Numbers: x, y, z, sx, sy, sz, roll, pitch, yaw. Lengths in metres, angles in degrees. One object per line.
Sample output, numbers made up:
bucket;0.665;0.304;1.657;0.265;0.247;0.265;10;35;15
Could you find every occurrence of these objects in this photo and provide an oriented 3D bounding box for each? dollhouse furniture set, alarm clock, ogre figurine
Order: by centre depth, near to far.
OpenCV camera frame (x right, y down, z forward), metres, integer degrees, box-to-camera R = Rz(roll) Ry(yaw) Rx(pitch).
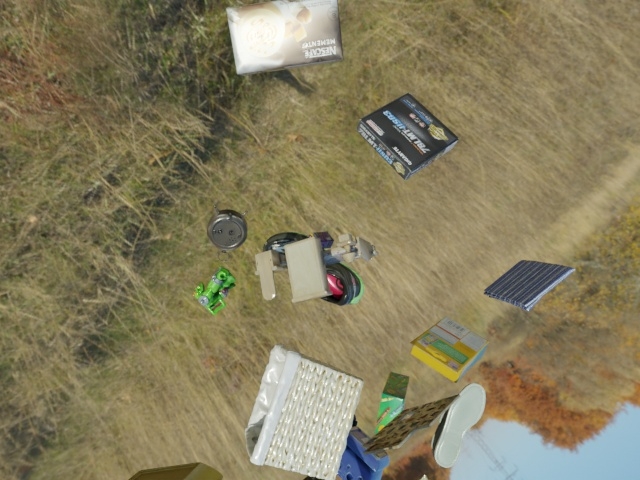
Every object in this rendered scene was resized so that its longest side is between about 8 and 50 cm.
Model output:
ogre figurine;-0.300;0.144;1.266;0.118;0.097;0.197;-51;-165;-17
dollhouse furniture set;0.011;0.113;1.427;0.302;0.174;0.355;-16;165;22
alarm clock;-0.306;-0.014;1.429;0.129;0.064;0.192;8;115;-12

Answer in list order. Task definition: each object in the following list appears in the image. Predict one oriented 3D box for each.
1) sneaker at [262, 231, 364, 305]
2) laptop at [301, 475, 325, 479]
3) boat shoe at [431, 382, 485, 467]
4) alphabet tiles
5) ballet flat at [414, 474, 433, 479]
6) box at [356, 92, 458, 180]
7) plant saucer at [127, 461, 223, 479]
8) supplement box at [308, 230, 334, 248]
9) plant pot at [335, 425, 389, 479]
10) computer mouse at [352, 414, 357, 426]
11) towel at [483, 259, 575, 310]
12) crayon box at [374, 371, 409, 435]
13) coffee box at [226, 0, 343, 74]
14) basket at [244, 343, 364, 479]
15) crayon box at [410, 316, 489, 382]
sneaker;-0.042;0.111;1.822;0.202;0.482;0.186;-18;134;-66
laptop;0.025;0.859;1.331;0.136;0.265;0.234;-33;160;21
boat shoe;0.472;0.630;1.532;0.303;0.114;0.091;-58;179;-4
alphabet tiles;0.213;0.453;1.075;0.237;0.009;0.198;-16;164;-47
ballet flat;0.116;0.501;0.809;0.240;0.091;0.077;-21;107;-9
box;0.343;-0.418;1.730;0.293;0.296;0.073;-33;163;-26
plant saucer;-0.520;0.792;1.360;0.332;0.081;0.333;-13;175;10
supplement box;0.000;0.000;1.669;0.083;0.055;0.043;-5;133;-33
plant pot;0.123;0.859;1.685;0.212;0.235;0.236;-55;151;-3
computer mouse;0.043;0.770;1.780;0.262;0.060;0.184;30;104;-39
towel;0.827;0.173;1.768;0.243;0.040;0.336;-39;-174;-3
crayon box;0.264;0.601;1.595;0.278;0.081;0.166;5;95;-75
coffee box;-0.075;-0.469;1.009;0.246;0.141;0.098;-5;-162;4
basket;-0.062;0.531;1.407;0.328;0.266;0.332;145;-36;-74
crayon box;0.499;0.428;1.721;0.322;0.203;0.083;-14;126;-49
